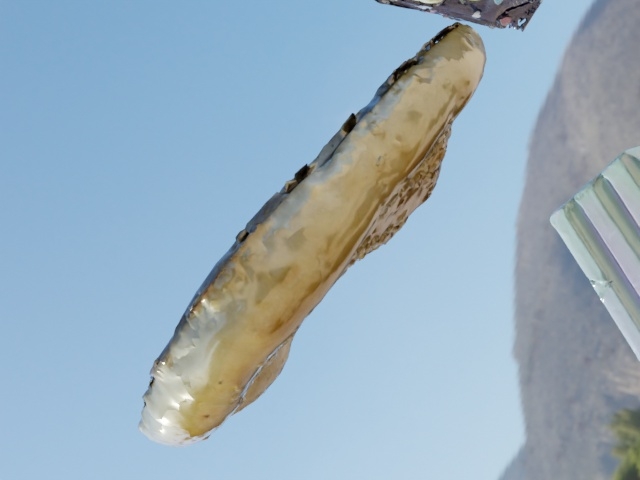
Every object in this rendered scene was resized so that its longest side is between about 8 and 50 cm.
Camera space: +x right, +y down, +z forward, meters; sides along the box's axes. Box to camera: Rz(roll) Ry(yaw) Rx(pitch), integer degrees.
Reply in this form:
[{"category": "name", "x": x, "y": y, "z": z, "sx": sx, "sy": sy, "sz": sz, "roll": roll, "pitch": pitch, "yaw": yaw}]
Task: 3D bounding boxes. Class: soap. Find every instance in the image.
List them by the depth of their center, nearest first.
[{"category": "soap", "x": 0.321, "y": 0.030, "z": 1.034, "sx": 0.091, "sy": 0.231, "sz": 0.145, "roll": -17, "pitch": -20, "yaw": -38}]

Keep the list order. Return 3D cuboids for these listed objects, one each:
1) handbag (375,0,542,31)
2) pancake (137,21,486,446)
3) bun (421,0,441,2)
[{"category": "handbag", "x": 0.156, "y": -0.310, "z": 1.257, "sx": 0.260, "sy": 0.113, "sz": 0.162, "roll": 7, "pitch": -47, "yaw": -35}, {"category": "pancake", "x": 0.000, "y": 0.000, "z": 0.874, "sx": 0.387, "sy": 0.082, "sz": 0.387, "roll": -52, "pitch": 0, "yaw": -1}, {"category": "bun", "x": 0.104, "y": -0.317, "z": 0.942, "sx": 0.349, "sy": 0.352, "sz": 0.227, "roll": -97, "pitch": -8, "yaw": -53}]
